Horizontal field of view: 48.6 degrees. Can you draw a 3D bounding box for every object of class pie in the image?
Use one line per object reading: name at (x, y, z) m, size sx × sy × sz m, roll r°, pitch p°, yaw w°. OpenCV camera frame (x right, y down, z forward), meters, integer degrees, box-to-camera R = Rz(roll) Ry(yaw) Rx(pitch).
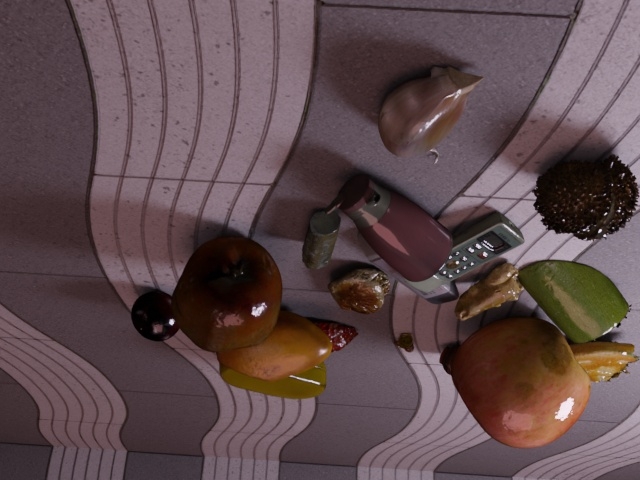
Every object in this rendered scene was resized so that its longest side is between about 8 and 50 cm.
pie at (0.100, 0.134, 1.872) m, size 0.163 × 0.079 × 0.193 m, roll 6°, pitch 149°, yaw 4°

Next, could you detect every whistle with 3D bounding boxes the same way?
whistle at (0.262, 0.328, 2.210) m, size 0.057 × 0.046 × 0.109 m, roll -14°, pitch 153°, yaw 3°

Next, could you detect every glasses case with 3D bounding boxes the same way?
glasses case at (-0.160, 0.411, 2.306) m, size 0.371 × 0.141 × 0.173 m, roll 20°, pitch 137°, yaw -28°

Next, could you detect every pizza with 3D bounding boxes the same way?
pizza at (0.828, 0.363, 2.155) m, size 0.289 × 0.081 × 0.228 m, roll -18°, pitch 136°, yaw 34°

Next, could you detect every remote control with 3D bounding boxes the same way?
remote control at (0.327, 0.038, 1.654) m, size 0.285 × 0.038 × 0.123 m, roll -32°, pitch 135°, yaw 26°

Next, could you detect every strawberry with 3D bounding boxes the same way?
strawberry at (0.008, 0.301, 2.157) m, size 0.192 × 0.085 × 0.140 m, roll 20°, pitch 144°, yaw -28°

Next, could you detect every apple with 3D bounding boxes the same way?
apple at (0.557, 0.379, 1.964) m, size 0.363 × 0.364 × 0.364 m, roll 3°, pitch 149°, yaw 2°

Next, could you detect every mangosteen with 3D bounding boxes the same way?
mangosteen at (-0.460, 0.211, 2.027) m, size 0.152 × 0.153 × 0.152 m, roll 3°, pitch 149°, yaw 2°

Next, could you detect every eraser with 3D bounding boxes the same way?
eraser at (0.224, 0.067, 1.756) m, size 0.089 × 0.061 × 0.352 m, roll -21°, pitch 142°, yaw 34°

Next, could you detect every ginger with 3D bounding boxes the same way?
ginger at (0.438, 0.133, 1.815) m, size 0.115 × 0.081 × 0.205 m, roll 3°, pitch 142°, yaw -47°

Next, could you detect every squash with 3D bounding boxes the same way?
squash at (0.647, 0.120, 1.831) m, size 0.260 × 0.189 × 0.189 m, roll 50°, pitch 138°, yaw -4°

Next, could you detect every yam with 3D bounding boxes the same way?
yam at (0.000, 0.000, 1.656) m, size 0.078 × 0.078 × 0.179 m, roll 7°, pitch 150°, yaw -5°

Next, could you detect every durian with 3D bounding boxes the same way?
durian at (0.521, -0.093, 1.383) m, size 0.196 × 0.167 × 0.196 m, roll -17°, pitch 144°, yaw -13°

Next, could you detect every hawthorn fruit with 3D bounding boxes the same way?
hawthorn fruit at (-0.217, 0.114, 1.710) m, size 0.267 × 0.268 × 0.301 m, roll 12°, pitch 139°, yaw -12°

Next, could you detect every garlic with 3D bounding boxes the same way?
garlic at (0.173, -0.202, 1.296) m, size 0.148 × 0.129 × 0.266 m, roll 18°, pitch 159°, yaw -1°

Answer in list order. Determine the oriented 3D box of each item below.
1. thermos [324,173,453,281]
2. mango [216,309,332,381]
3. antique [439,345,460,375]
thermos at (0.141, -0.037, 1.533) m, size 0.265 × 0.146 × 0.176 m, roll 36°, pitch 163°, yaw -30°
mango at (-0.139, 0.304, 2.054) m, size 0.350 × 0.201 × 0.199 m, roll -4°, pitch 139°, yaw 18°
antique at (0.428, 0.377, 2.215) m, size 0.104 × 0.104 × 0.104 m, roll 3°, pitch 149°, yaw 2°
